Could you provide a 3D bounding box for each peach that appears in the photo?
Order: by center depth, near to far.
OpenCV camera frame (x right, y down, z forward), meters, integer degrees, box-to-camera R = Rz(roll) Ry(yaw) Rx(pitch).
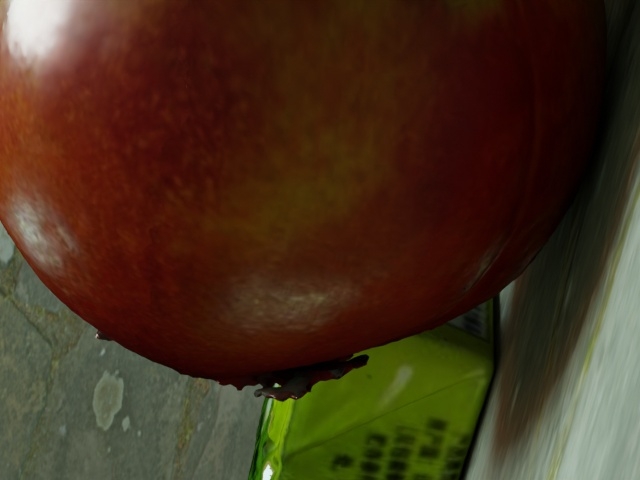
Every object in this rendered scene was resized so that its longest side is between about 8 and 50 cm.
[{"bbox_3d":[-0.017,-0.083,1.061,0.370,0.370,0.370,-166,90,-89],"label":"peach"}]

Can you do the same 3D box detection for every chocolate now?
[{"bbox_3d":[0.032,0.114,1.370,0.301,0.137,0.288,-82,5,-64],"label":"chocolate"}]
